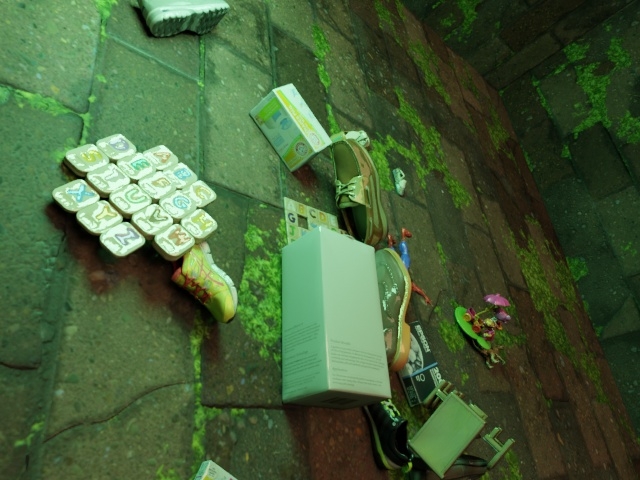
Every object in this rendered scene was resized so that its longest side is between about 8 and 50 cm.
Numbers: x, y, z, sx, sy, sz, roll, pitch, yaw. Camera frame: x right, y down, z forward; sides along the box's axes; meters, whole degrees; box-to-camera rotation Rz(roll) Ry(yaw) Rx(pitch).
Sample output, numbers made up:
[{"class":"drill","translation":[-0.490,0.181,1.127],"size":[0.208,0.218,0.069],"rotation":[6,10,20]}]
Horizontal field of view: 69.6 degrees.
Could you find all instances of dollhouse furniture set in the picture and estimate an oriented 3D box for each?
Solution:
[{"class":"dollhouse furniture set","translation":[0.335,0.479,1.141],"size":[0.212,0.161,0.242],"rotation":[40,1,34]}]

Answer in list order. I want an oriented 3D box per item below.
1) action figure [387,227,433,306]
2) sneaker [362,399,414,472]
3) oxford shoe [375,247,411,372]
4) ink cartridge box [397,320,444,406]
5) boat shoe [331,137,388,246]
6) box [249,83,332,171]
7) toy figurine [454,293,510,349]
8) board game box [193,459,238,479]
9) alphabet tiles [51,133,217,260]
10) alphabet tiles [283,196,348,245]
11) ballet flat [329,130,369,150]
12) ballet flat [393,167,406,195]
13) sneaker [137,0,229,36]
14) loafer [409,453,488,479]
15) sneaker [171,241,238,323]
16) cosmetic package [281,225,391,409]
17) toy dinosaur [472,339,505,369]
[{"class":"action figure","translation":[0.263,0.108,1.398],"size":[0.139,0.091,0.281],"rotation":[44,36,-28]},{"class":"sneaker","translation":[0.166,0.415,1.082],"size":[0.084,0.097,0.235],"rotation":[8,60,-45]},{"class":"oxford shoe","translation":[0.156,0.157,1.227],"size":[0.132,0.130,0.364],"rotation":[23,45,-22]},{"class":"ink cartridge box","translation":[0.283,0.337,1.307],"size":[0.208,0.045,0.207],"rotation":[-2,67,-50]},{"class":"boat shoe","translation":[0.104,-0.129,1.318],"size":[0.119,0.122,0.324],"rotation":[-31,105,-48]},{"class":"box","translation":[-0.081,-0.314,1.288],"size":[0.203,0.114,0.103],"rotation":[55,38,-6]},{"class":"toy figurine","translation":[0.571,0.258,1.552],"size":[0.130,0.159,0.173],"rotation":[-14,63,-53]},{"class":"board game box","translation":[-0.156,0.456,0.762],"size":[0.154,0.026,0.103],"rotation":[45,40,-17]},{"class":"alphabet tiles","translation":[-0.338,-0.089,0.881],"size":[0.284,0.021,0.278],"rotation":[43,39,2]},{"class":"alphabet tiles","translation":[0.000,0.000,1.251],"size":[0.237,0.009,0.199],"rotation":[18,53,-39]},{"class":"ballet flat","translation":[0.120,-0.336,1.554],"size":[0.232,0.073,0.080],"rotation":[-22,83,-52]},{"class":"ballet flat","translation":[0.294,-0.221,1.694],"size":[0.041,0.041,0.115],"rotation":[17,54,-40]},{"class":"sneaker","translation":[-0.350,-0.617,1.203],"size":[0.115,0.105,0.281],"rotation":[56,39,-4]},{"class":"loafer","translation":[0.320,0.588,1.159],"size":[0.267,0.096,0.084],"rotation":[17,73,-32]},{"class":"sneaker","translation":[-0.240,0.077,0.888],"size":[0.094,0.081,0.209],"rotation":[-20,70,-51]},{"class":"cosmetic package","translation":[0.029,0.175,1.043],"size":[0.196,0.155,0.366],"rotation":[23,51,-36]},{"class":"toy dinosaur","translation":[0.583,0.395,1.604],"size":[0.183,0.053,0.093],"rotation":[15,38,-36]}]
